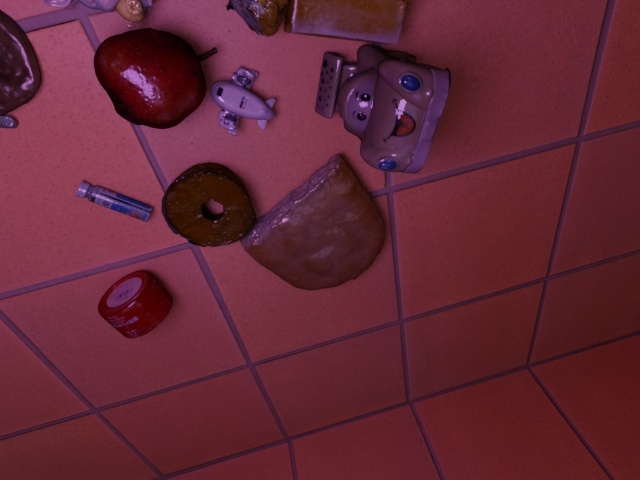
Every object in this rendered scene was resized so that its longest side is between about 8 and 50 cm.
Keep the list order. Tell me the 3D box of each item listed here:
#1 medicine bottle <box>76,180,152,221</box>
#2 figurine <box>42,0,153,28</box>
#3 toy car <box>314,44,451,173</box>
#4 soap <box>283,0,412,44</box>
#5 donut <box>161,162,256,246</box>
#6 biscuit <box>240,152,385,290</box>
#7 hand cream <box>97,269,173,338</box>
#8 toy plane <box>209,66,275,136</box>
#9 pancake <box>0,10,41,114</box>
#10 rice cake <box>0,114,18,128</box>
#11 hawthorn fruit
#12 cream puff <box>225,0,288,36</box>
[{"bbox_3d":[-0.576,-0.109,1.128,0.191,0.051,0.051,24,116,-27],"label":"medicine bottle"},{"bbox_3d":[-0.435,-0.524,0.826,0.236,0.127,0.155,-34,136,17],"label":"figurine"},{"bbox_3d":[0.132,-0.333,0.972,0.227,0.335,0.241,2,124,-14],"label":"toy car"},{"bbox_3d":[0.065,-0.587,0.902,0.282,0.143,0.259,-5,129,-18],"label":"soap"},{"bbox_3d":[-0.320,-0.106,1.170,0.273,0.107,0.271,-6,131,-7],"label":"donut"},{"bbox_3d":[0.000,0.001,1.325,0.430,0.104,0.446,-33,126,9],"label":"biscuit"},{"bbox_3d":[-0.581,0.199,1.262,0.193,0.193,0.125,-26,125,4],"label":"hand cream"},{"bbox_3d":[-0.199,-0.354,1.032,0.174,0.080,0.173,-7,110,-19],"label":"toy plane"},{"bbox_3d":[-0.782,-0.396,0.859,0.295,0.049,0.294,-6,120,-11],"label":"pancake"},{"bbox_3d":[-0.823,-0.288,0.944,0.180,0.042,0.030,2,98,-17],"label":"rice cake"},{"bbox_3d":[-0.349,-0.369,0.907,0.266,0.230,0.210,-29,93,-19],"label":"hawthorn fruit"},{"bbox_3d":[-0.126,-0.540,0.882,0.156,0.156,0.121,-45,159,18],"label":"cream puff"}]
